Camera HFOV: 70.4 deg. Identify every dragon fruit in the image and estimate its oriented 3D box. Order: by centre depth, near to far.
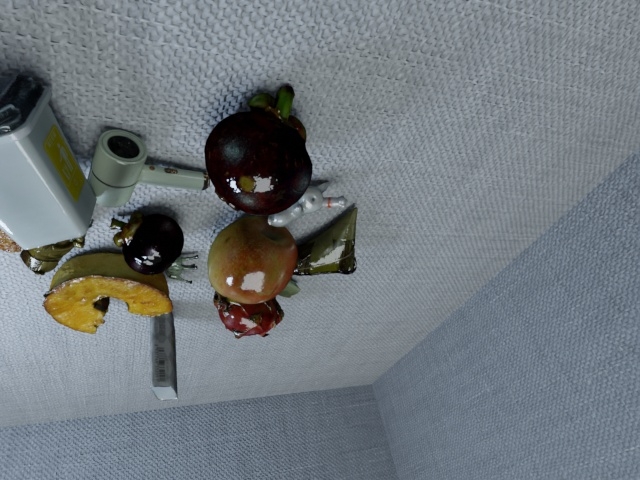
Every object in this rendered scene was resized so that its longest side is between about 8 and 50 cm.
[{"bbox_3d":[-0.324,0.311,2.007,0.250,0.250,0.315,-38,149,30],"label":"dragon fruit"}]

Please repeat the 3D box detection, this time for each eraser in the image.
[{"bbox_3d":[-0.676,0.467,1.958,0.082,0.397,0.213,-6,146,-13],"label":"eraser"}]

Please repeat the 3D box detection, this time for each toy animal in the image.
[{"bbox_3d":[-0.062,-0.141,1.562,0.282,0.140,0.138,-20,155,14],"label":"toy animal"},{"bbox_3d":[-0.570,0.097,1.764,0.176,0.073,0.217,5,146,-19],"label":"toy animal"}]

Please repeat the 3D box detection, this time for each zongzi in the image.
[{"bbox_3d":[0.000,0.000,1.814,0.289,0.154,0.317,-4,125,-10],"label":"zongzi"}]

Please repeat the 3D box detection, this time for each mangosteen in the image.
[{"bbox_3d":[-0.148,-0.239,1.252,0.359,0.306,0.306,-47,139,9],"label":"mangosteen"},{"bbox_3d":[-0.586,-0.005,1.516,0.250,0.211,0.211,35,129,-11],"label":"mangosteen"}]

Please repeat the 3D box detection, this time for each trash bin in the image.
[{"bbox_3d":[-0.743,-0.168,1.093,0.296,0.256,0.368,-15,134,-3],"label":"trash bin"}]

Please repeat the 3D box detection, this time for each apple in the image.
[{"bbox_3d":[-0.238,0.062,1.633,0.319,0.319,0.277,8,121,-30],"label":"apple"}]

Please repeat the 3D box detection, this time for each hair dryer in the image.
[{"bbox_3d":[-0.482,-0.194,1.348,0.362,0.128,0.203,3,143,-37],"label":"hair dryer"}]

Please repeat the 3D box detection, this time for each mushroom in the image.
[{"bbox_3d":[-0.209,0.186,2.029,0.100,0.081,0.312,-26,149,22],"label":"mushroom"}]

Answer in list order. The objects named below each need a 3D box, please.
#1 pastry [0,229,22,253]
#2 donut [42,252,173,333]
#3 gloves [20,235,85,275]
[{"bbox_3d":[-0.979,-0.024,1.436,0.087,0.063,0.169,14,142,-23],"label":"pastry"},{"bbox_3d":[-0.798,0.180,1.715,0.435,0.163,0.378,-11,145,-2],"label":"donut"},{"bbox_3d":[-0.832,-0.016,1.431,0.154,0.141,0.331,33,127,-29],"label":"gloves"}]
